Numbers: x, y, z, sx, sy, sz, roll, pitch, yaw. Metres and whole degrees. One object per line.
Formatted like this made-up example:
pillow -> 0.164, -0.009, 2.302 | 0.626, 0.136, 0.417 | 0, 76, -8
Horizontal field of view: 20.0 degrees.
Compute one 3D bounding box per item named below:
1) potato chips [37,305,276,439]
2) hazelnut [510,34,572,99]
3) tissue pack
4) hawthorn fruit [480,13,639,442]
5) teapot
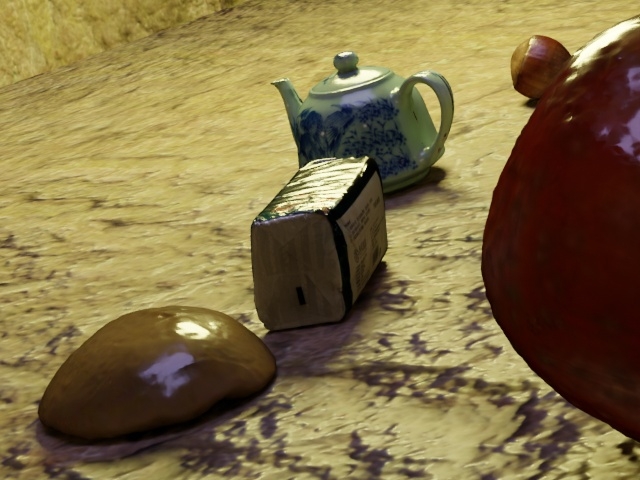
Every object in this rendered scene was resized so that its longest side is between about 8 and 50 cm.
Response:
potato chips -> -0.133, 0.091, 1.418 | 0.195, 0.062, 0.208 | -13, 17, 10
hazelnut -> 0.260, -0.199, 2.101 | 0.086, 0.086, 0.086 | -13, 15, 4
tissue pack -> 0.000, 0.000, 1.552 | 0.090, 0.103, 0.170 | -3, 18, 15
hawthorn fruit -> 0.262, 0.001, 1.003 | 0.287, 0.287, 0.330 | -23, 22, -31
teapot -> 0.045, -0.127, 1.887 | 0.232, 0.159, 0.159 | -1, 20, 42
